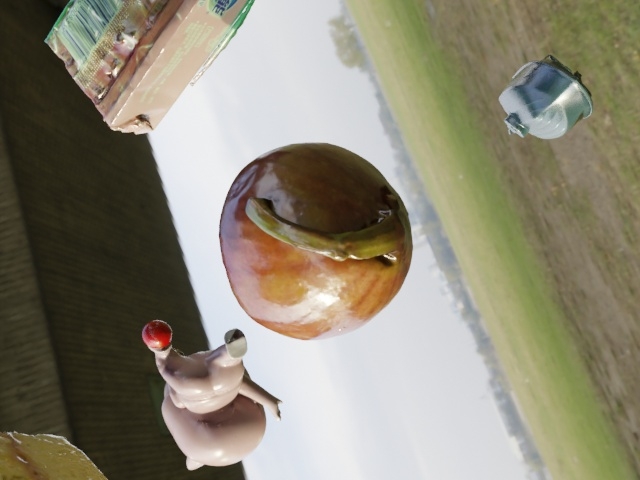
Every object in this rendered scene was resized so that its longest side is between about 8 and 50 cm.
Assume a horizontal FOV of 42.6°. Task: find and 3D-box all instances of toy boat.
[{"bbox_3d":[0.269,-0.171,0.958,0.093,0.103,0.246,42,-173,1],"label":"toy boat"}]

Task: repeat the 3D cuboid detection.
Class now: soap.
[{"bbox_3d":[-0.196,-0.271,0.942,0.218,0.273,0.098,50,-154,15],"label":"soap"}]

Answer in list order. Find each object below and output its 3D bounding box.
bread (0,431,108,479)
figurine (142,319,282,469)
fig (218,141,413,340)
[{"bbox_3d":[-0.187,0.243,0.628,0.168,0.163,0.264,19,-135,-54],"label":"bread"},{"bbox_3d":[-0.167,0.222,1.267,0.186,0.176,0.287,55,163,44],"label":"figurine"},{"bbox_3d":[0.001,0.001,0.776,0.205,0.205,0.205,-23,-90,-82],"label":"fig"}]
